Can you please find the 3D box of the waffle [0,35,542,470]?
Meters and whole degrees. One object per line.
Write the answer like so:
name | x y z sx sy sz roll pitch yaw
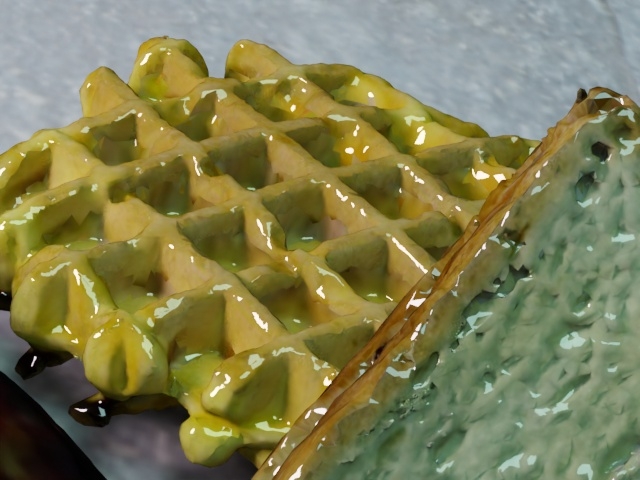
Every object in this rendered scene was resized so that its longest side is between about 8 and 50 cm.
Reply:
waffle | 0.011 0.003 0.845 0.329 0.062 0.329 7 33 -5

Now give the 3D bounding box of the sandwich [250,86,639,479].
sandwich | 0.116 0.124 0.650 0.273 0.095 0.249 39 81 2

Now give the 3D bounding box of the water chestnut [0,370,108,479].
water chestnut | -0.160 0.116 0.495 0.300 0.300 0.300 13 39 -11
